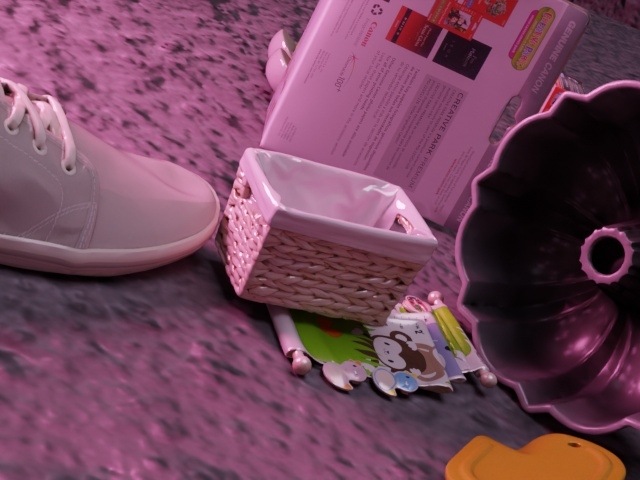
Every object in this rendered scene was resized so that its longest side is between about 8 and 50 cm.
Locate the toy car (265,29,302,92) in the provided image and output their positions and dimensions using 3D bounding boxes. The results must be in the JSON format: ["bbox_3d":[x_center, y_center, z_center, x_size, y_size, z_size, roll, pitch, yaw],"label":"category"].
[{"bbox_3d":[0.022,-0.229,1.706,0.136,0.159,0.182,57,13,-22],"label":"toy car"}]

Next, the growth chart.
[{"bbox_3d":[0.052,0.088,1.200,0.237,0.021,0.172,10,28,-32],"label":"growth chart"}]

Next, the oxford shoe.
[{"bbox_3d":[-0.260,-0.069,1.053,0.449,0.130,0.169,10,27,-38],"label":"oxford shoe"}]

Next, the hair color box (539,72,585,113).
[{"bbox_3d":[0.294,-0.139,1.752,0.053,0.167,0.093,26,23,-5],"label":"hair color box"}]

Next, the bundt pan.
[{"bbox_3d":[0.297,0.020,1.240,0.124,0.331,0.331,10,28,-52],"label":"bundt pan"}]

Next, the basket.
[{"bbox_3d":[0.000,0.000,1.173,0.167,0.103,0.113,12,28,-26],"label":"basket"}]

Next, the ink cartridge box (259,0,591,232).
[{"bbox_3d":[0.116,-0.202,1.509,0.272,0.309,0.130,25,23,-9],"label":"ink cartridge box"}]

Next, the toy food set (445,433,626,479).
[{"bbox_3d":[0.159,0.212,1.012,0.128,0.071,0.218,11,13,25],"label":"toy food set"}]
